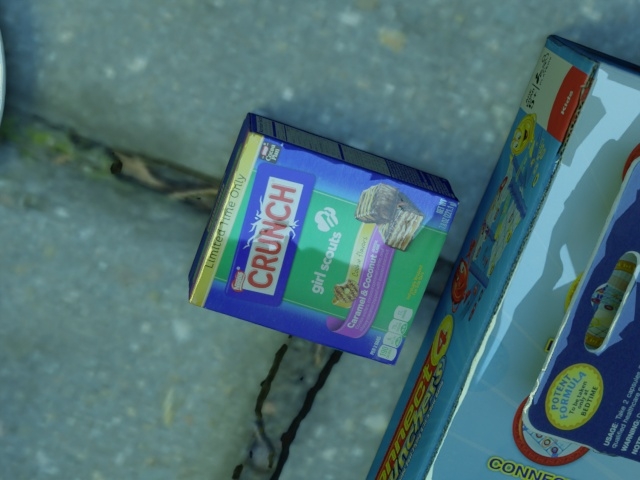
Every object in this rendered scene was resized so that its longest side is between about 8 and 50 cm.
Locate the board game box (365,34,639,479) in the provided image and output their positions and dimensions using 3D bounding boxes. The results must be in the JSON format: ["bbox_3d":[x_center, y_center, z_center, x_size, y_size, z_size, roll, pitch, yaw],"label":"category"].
[{"bbox_3d":[0.203,0.092,0.694,0.308,0.086,0.301,19,104,-11],"label":"board game box"}]

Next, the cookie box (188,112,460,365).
[{"bbox_3d":[0.000,0.000,0.669,0.107,0.040,0.091,18,105,-10],"label":"cookie box"}]

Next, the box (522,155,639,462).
[{"bbox_3d":[0.211,0.051,0.616,0.225,0.036,0.136,18,104,-12],"label":"box"}]

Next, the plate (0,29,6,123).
[{"bbox_3d":[-0.237,-0.080,0.630,0.188,0.024,0.188,-2,106,-6],"label":"plate"}]
